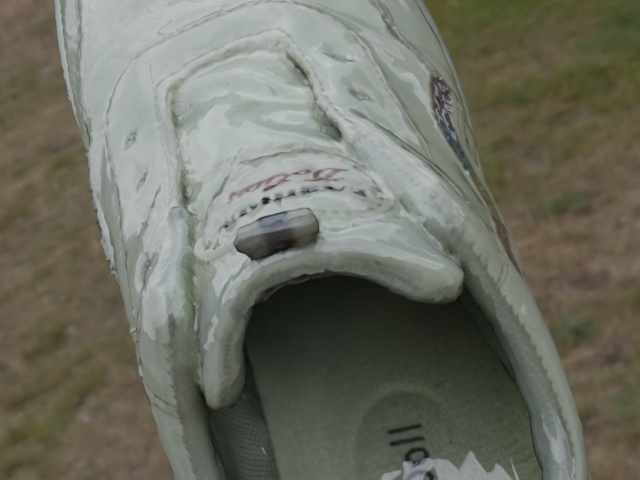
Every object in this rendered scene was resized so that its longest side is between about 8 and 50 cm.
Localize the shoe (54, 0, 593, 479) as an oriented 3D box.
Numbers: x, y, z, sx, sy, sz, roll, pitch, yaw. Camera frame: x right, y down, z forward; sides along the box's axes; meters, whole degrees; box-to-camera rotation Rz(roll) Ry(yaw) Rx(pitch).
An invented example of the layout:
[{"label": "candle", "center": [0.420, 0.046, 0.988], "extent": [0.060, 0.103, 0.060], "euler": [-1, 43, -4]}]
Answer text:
[{"label": "shoe", "center": [0.000, 0.000, 0.530], "extent": [0.132, 0.342, 0.210], "euler": [-21, -11, 0]}]
